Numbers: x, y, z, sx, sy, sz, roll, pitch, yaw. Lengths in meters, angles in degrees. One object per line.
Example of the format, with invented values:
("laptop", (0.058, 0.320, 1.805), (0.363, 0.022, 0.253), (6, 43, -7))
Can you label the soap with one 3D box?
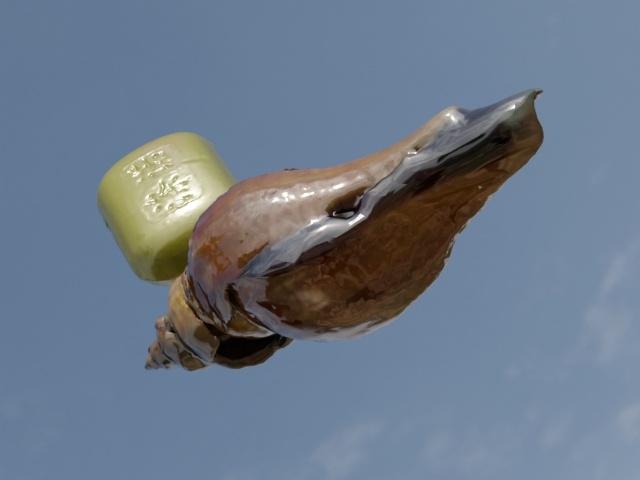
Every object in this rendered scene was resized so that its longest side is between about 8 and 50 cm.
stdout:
("soap", (-0.095, -0.024, 1.009), (0.089, 0.140, 0.045), (-28, -51, -7))

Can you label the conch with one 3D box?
("conch", (-0.004, 0.003, 0.700), (0.080, 0.233, 0.086), (8, -113, -40))
